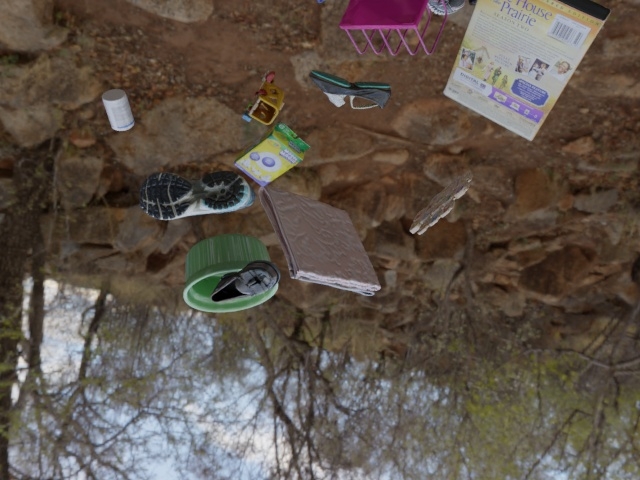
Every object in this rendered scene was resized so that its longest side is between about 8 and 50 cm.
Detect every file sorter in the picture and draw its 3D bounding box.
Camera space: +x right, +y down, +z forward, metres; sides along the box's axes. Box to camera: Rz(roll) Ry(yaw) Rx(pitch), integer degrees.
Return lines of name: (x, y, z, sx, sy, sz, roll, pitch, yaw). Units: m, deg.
file sorter: (0.256, -0.754, 1.882, 0.291, 0.202, 0.182, 15, 165, 34)

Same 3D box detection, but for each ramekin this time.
ramekin: (-0.299, 0.105, 1.809, 0.304, 0.148, 0.303, -10, 150, -6)

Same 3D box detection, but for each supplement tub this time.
supplement tub: (-0.606, -0.391, 1.659, 0.071, 0.107, 0.071, 0, -134, 0)

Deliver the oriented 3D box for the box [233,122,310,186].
box: (-0.120, -0.213, 1.378, 0.105, 0.043, 0.179, 37, 132, -27)

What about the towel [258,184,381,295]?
towel: (0.000, 0.000, 1.541, 0.332, 0.053, 0.316, 16, -139, -43)

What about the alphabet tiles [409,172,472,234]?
alphabet tiles: (0.438, -0.137, 2.019, 0.021, 0.284, 0.278, 42, -141, -7)

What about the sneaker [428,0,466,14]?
sneaker: (0.436, -0.933, 2.069, 0.299, 0.120, 0.112, 6, -169, -34)

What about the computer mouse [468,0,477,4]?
computer mouse: (0.524, -0.731, 1.563, 0.060, 0.184, 0.262, 21, 149, -21)

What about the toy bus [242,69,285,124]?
toy bus: (-0.179, -0.502, 1.959, 0.104, 0.202, 0.191, 29, 180, -17)

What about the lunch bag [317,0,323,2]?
lunch bag: (0.002, -0.731, 1.584, 0.065, 0.067, 0.098, 44, -157, -51)

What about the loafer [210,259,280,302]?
loafer: (-0.212, 0.128, 1.534, 0.268, 0.096, 0.084, -21, -160, 48)

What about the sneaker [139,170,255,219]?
sneaker: (-0.284, -0.095, 1.282, 0.283, 0.110, 0.122, 1, 175, 17)

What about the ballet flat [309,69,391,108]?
ballet flat: (0.094, -0.480, 1.797, 0.281, 0.096, 0.095, 8, -152, -11)

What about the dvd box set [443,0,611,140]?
dvd box set: (0.529, -0.495, 1.494, 0.308, 0.062, 0.420, 32, 152, 14)
